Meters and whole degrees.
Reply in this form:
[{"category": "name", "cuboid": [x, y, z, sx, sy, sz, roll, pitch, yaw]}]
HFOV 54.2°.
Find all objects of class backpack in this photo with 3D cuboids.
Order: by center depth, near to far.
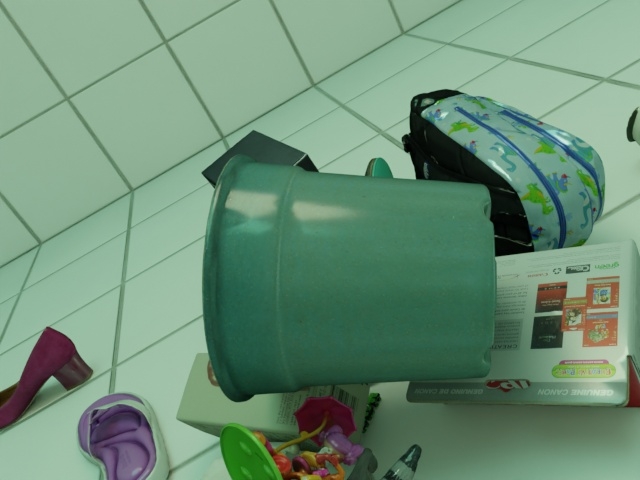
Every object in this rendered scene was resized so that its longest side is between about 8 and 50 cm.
[{"category": "backpack", "cuboid": [0.324, -0.101, 1.121, 0.273, 0.290, 0.356, -15, 30, -2]}]

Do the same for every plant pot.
[{"category": "plant pot", "cuboid": [0.056, 0.053, 0.848, 0.333, 0.341, 0.341, 1, 34, 9]}]

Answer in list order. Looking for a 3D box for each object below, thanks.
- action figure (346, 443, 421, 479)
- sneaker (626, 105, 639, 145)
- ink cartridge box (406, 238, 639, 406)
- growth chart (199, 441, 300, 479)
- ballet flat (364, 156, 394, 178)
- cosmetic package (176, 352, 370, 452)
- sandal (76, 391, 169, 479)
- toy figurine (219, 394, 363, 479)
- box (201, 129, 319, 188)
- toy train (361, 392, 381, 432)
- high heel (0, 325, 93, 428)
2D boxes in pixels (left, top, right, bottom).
[{"category": "action figure", "cuboid": [-0.023, 0.372, 0.776, 0.330, 0.179, 0.341, -26, 47, -32]}, {"category": "sneaker", "cuboid": [0.808, -0.232, 1.169, 0.410, 0.158, 0.182, -23, 58, 9]}, {"category": "ink cartridge box", "cuboid": [0.310, 0.156, 0.927, 0.309, 0.130, 0.272, -9, 41, 36]}, {"category": "growth chart", "cuboid": [-0.144, 0.390, 0.942, 0.171, 0.021, 0.237, -6, 30, 42]}, {"category": "ballet flat", "cuboid": [0.133, -0.059, 1.427, 0.096, 0.095, 0.281, -33, 54, 34]}, {"category": "cosmetic package", "cuboid": [-0.083, 0.275, 1.067, 0.296, 0.153, 0.129, -7, 58, 36]}, {"category": "sandal", "cuboid": [-0.420, 0.392, 1.289, 0.169, 0.102, 0.416, -41, 28, -22]}, {"category": "toy figurine", "cuboid": [-0.011, 0.262, 0.778, 0.159, 0.130, 0.173, -23, 37, -37]}, {"category": "box", "cuboid": [-0.083, -0.067, 1.489, 0.179, 0.313, 0.343, -42, 31, -8]}, {"category": "toy train", "cuboid": [0.079, 0.293, 1.061, 0.023, 0.017, 0.083, -18, 27, 43]}, {"category": "high heel", "cuboid": [-0.802, 0.361, 1.638, 0.377, 0.181, 0.127, -29, 26, 1]}]
